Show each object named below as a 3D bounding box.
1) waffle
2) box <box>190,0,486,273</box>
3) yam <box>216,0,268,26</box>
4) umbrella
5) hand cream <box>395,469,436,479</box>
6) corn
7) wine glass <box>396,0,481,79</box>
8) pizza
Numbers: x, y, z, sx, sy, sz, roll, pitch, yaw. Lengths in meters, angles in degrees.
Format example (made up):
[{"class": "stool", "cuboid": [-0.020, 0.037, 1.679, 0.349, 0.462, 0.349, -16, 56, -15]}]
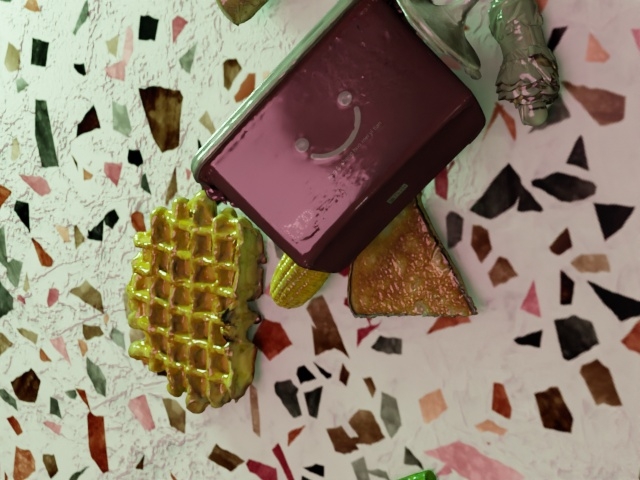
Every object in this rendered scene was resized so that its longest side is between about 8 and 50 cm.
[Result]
[{"class": "waffle", "cuboid": [-0.163, 0.086, 1.359, 0.309, 0.065, 0.283, -44, 71, 37]}, {"class": "box", "cuboid": [0.030, -0.106, 1.061, 0.294, 0.193, 0.167, -46, 77, 8]}, {"class": "yam", "cuboid": [-0.006, -0.386, 1.142, 0.357, 0.081, 0.081, -39, 76, 33]}, {"class": "umbrella", "cuboid": [0.210, -0.188, 1.035, 0.067, 0.062, 0.143, -9, 86, 5]}, {"class": "hand cream", "cuboid": [0.092, 0.312, 1.241, 0.122, 0.023, 0.036, -32, 92, 37]}, {"class": "corn", "cuboid": [0.000, 0.000, 1.217, 0.072, 0.072, 0.203, 44, 122, 21]}, {"class": "wine glass", "cuboid": [0.190, -0.273, 0.943, 0.232, 0.156, 0.156, -43, 74, 24]}, {"class": "pizza", "cuboid": [0.116, 0.028, 1.161, 0.176, 0.036, 0.184, 22, 109, 29]}]
